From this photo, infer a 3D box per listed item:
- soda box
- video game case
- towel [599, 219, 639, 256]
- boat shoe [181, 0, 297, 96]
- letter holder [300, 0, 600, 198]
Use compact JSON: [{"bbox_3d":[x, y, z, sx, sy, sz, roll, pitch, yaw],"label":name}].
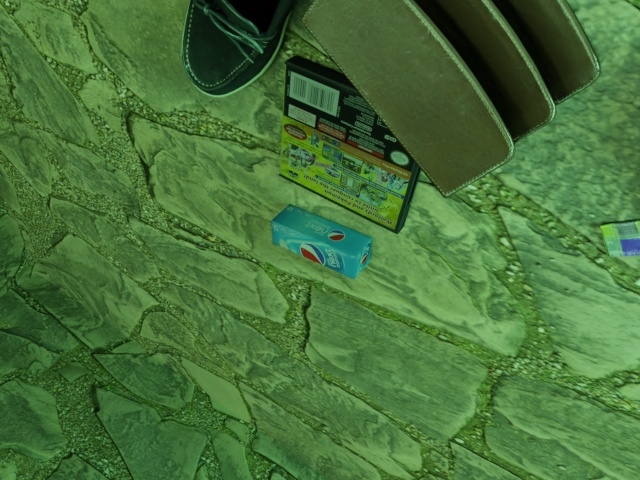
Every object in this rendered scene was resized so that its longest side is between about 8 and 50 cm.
[{"bbox_3d":[0.000,0.000,1.041,0.210,0.071,0.067,23,137,25],"label":"soda box"},{"bbox_3d":[0.049,-0.164,0.880,0.275,0.035,0.248,28,139,18],"label":"video game case"},{"bbox_3d":[0.445,-0.002,0.696,0.083,0.009,0.060,-3,123,43],"label":"towel"},{"bbox_3d":[-0.118,-0.377,0.740,0.186,0.156,0.500,49,143,-9],"label":"boat shoe"},{"bbox_3d":[0.166,-0.245,0.612,0.301,0.152,0.214,49,140,-6],"label":"letter holder"}]
